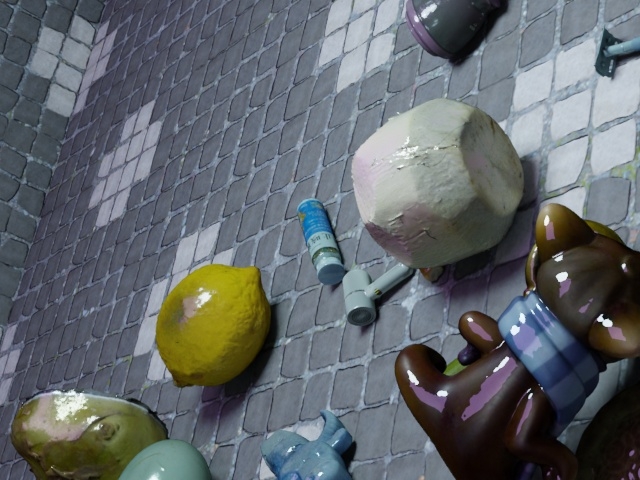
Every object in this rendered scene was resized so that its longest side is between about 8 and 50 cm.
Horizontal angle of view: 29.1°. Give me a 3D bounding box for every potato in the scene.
[{"bbox_3d":[-0.398,0.401,2.160,0.246,0.300,0.196,-25,46,28],"label":"potato"}]

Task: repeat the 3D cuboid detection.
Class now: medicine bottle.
[{"bbox_3d":[0.000,0.000,2.082,0.051,0.051,0.191,-51,32,22],"label":"medicine bottle"}]

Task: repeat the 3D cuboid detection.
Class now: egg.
[{"bbox_3d":[-0.263,0.440,2.035,0.168,0.168,0.231,-18,46,52],"label":"egg"}]

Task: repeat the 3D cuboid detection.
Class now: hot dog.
[{"bbox_3d":[0.150,0.012,1.854,0.044,0.028,0.137,-47,31,15],"label":"hot dog"}]

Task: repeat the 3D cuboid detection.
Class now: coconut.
[{"bbox_3d":[0.152,-0.079,1.724,0.230,0.227,0.227,-21,49,41],"label":"coconut"}]

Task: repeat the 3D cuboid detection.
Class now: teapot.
[{"bbox_3d":[0.225,-0.370,1.985,0.146,0.148,0.116,-34,75,25],"label":"teapot"}]

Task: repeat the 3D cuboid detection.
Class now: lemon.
[{"bbox_3d":[-0.185,0.149,2.127,0.256,0.188,0.188,-57,30,8],"label":"lemon"}]

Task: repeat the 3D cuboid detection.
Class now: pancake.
[{"bbox_3d":[0.358,0.251,1.320,0.250,0.031,0.250,-39,37,39],"label":"pancake"}]

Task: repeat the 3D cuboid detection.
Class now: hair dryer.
[{"bbox_3d":[0.091,0.064,1.893,0.137,0.047,0.082,-37,37,30],"label":"hair dryer"}]

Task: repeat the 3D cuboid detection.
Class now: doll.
[{"bbox_3d":[0.257,0.140,1.406,0.340,0.209,0.318,-52,42,18],"label":"doll"}]

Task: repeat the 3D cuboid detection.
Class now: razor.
[{"bbox_3d":[0.425,-0.261,1.620,0.135,0.040,0.068,-9,60,50],"label":"razor"}]

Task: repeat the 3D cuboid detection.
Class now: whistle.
[{"bbox_3d":[-0.021,0.335,1.807,0.180,0.093,0.269,-43,26,-14],"label":"whistle"}]

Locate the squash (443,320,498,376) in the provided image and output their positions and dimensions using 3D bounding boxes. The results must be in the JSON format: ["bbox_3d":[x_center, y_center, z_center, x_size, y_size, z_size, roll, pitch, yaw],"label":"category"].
[{"bbox_3d":[0.210,0.164,1.596,0.258,0.069,0.069,-45,34,30],"label":"squash"}]
